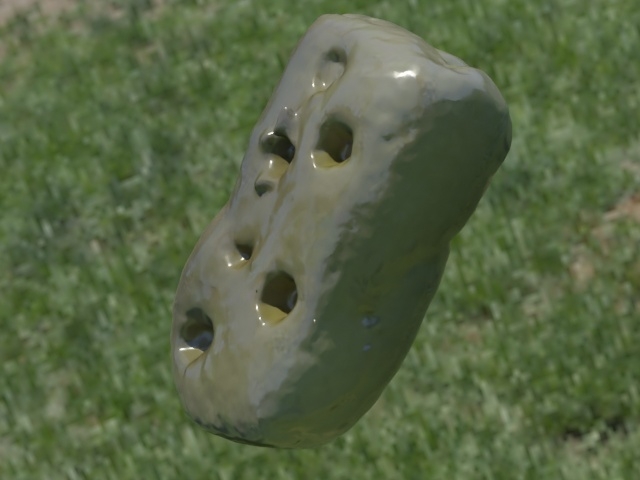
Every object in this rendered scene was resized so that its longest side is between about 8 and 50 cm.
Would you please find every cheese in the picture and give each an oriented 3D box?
[{"bbox_3d":[-0.002,0.000,1.033,0.093,0.263,0.159,17,13,-33],"label":"cheese"}]
